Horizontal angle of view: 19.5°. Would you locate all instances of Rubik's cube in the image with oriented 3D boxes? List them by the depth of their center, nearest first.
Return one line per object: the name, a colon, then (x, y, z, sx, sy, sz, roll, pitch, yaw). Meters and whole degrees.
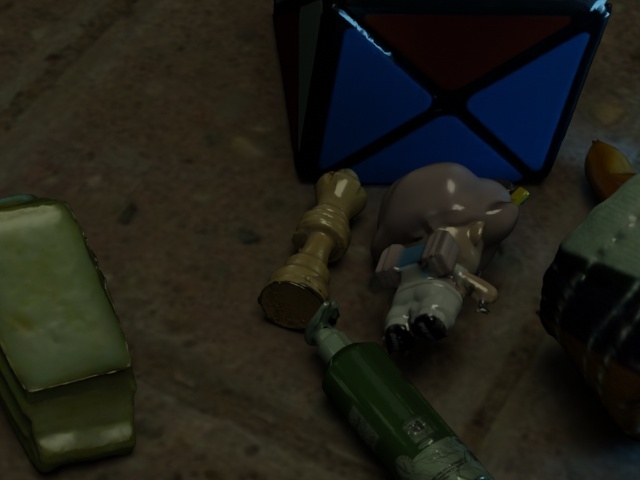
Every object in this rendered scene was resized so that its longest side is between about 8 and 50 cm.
Rubik's cube: (0.099, -0.215, 1.680, 0.246, 0.248, 0.250, 0, 49, -10)

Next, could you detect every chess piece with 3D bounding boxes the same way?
chess piece: (0.000, -0.001, 1.600, 0.060, 0.060, 0.172, 17, 45, 6)

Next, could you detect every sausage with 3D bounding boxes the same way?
sausage: (0.293, -0.025, 1.671, 0.062, 0.054, 0.183, 5, 34, -51)

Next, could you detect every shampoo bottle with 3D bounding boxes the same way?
shampoo bottle: (0.054, 0.134, 1.475, 0.065, 0.065, 0.204, -23, 55, -27)

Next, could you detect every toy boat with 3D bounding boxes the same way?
toy boat: (-0.225, 0.052, 1.493, 0.111, 0.084, 0.276, -13, 52, -17)

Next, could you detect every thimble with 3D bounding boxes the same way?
thimble: (0.302, 0.045, 1.500, 0.237, 0.237, 0.150, -20, 56, -25)

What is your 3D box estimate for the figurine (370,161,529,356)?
figurine: (0.098, 0.005, 1.571, 0.112, 0.137, 0.229, 48, 37, -23)
